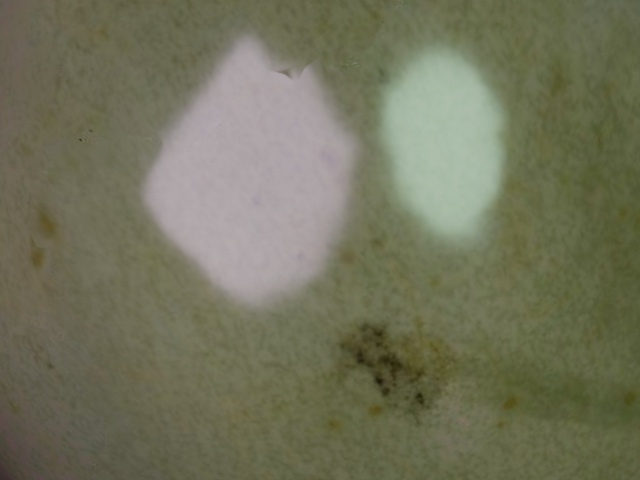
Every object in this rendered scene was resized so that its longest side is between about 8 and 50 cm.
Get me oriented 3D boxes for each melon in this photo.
[{"bbox_3d":[0.014,-0.003,0.516,0.268,0.268,0.330,-23,124,20],"label":"melon"}]
